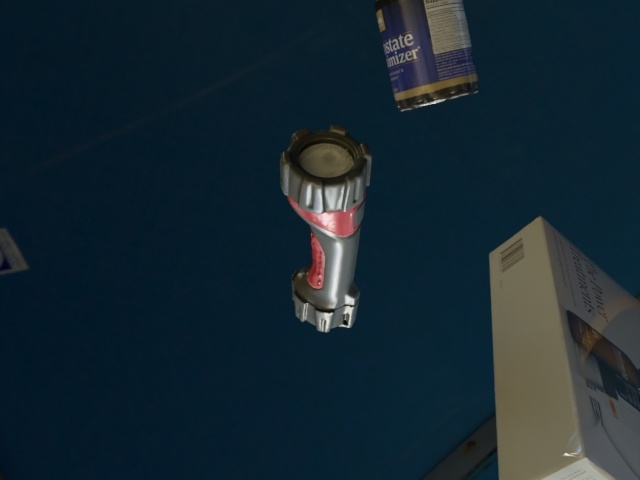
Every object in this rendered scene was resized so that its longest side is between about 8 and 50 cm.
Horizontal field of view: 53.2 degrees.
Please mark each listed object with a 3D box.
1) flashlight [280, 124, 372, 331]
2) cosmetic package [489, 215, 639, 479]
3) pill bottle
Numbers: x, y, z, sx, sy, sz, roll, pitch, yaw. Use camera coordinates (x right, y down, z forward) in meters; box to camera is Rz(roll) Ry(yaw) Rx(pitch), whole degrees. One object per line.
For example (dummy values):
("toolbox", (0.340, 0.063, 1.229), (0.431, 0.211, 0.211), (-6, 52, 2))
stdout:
("flashlight", (0.000, 0.000, 0.802), (0.103, 0.304, 0.103), (-10, -127, -12))
("cosmetic package", (0.321, 0.176, 0.697), (0.284, 0.377, 0.097), (39, -57, -14))
("pill bottle", (0.146, -0.304, 0.911), (0.123, 0.123, 0.219), (-9, -79, 28))
